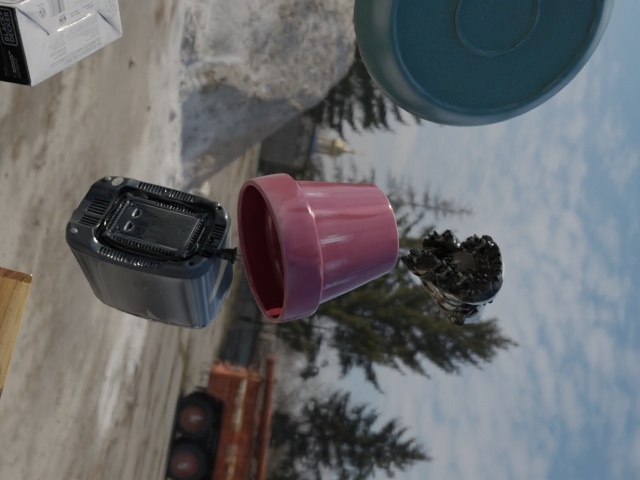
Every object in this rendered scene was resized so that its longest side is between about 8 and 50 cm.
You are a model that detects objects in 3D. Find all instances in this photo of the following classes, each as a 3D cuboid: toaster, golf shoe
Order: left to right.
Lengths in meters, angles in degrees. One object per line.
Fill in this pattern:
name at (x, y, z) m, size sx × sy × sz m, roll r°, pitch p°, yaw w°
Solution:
toaster at (-0.196, 0.021, 1.077) m, size 0.146 × 0.227 × 0.129 m, roll 91°, pitch 16°, yaw -52°
golf shoe at (0.153, 0.045, 0.886) m, size 0.094 × 0.077 × 0.198 m, roll 56°, pitch -2°, yaw -11°

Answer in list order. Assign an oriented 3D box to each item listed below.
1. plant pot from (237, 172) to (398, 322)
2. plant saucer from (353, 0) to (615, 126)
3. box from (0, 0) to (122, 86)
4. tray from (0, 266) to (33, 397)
plant pot at (0.000, 0.000, 1.188) m, size 0.201 × 0.180 × 0.201 m, roll 169°, pitch -90°, yaw -70°
plant saucer at (0.198, -0.266, 0.993) m, size 0.043 × 0.318 × 0.317 m, roll -107°, pitch -155°, yaw -54°
box at (-0.391, -0.261, 0.963) m, size 0.169 × 0.290 × 0.087 m, roll -53°, pitch 149°, yaw -50°
tray at (-0.526, 0.164, 1.323) m, size 0.411 × 0.076 × 0.202 m, roll -21°, pitch -124°, yaw 64°
